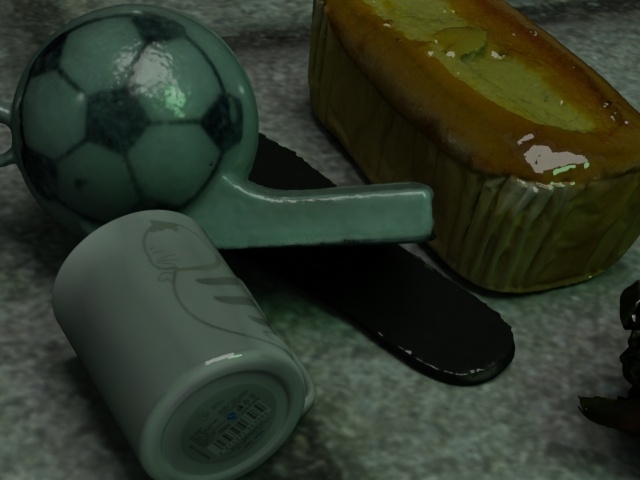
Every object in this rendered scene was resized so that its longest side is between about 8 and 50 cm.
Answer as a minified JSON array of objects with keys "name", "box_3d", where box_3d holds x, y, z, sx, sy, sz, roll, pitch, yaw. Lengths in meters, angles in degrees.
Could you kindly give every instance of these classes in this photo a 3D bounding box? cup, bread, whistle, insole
[{"name":"cup","box_3d":[-0.063,0.055,0.888,0.136,0.099,0.133,-11,41,-27]},{"name":"bread","box_3d":[0.107,-0.087,1.118,0.152,0.119,0.288,-8,40,-31]},{"name":"whistle","box_3d":[-0.077,-0.068,0.980,0.289,0.163,0.163,-3,37,-2]},{"name":"insole","box_3d":[0.000,0.000,1.054,0.309,0.012,0.110,34,44,27]}]

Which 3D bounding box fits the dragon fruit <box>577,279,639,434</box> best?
[{"name":"dragon fruit","box_3d":[0.265,0.059,0.924,0.188,0.182,0.182,25,37,2]}]
